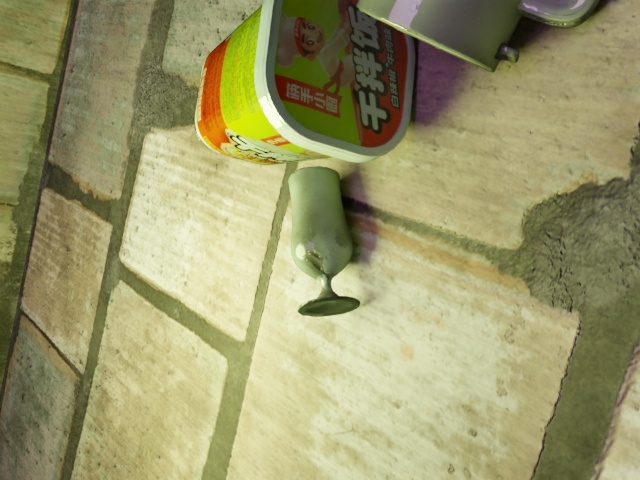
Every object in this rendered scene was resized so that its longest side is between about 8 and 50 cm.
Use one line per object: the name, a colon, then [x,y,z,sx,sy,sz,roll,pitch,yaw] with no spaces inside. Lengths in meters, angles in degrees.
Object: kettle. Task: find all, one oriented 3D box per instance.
kettle: [0.218,-0.386,0.872,0.265,0.205,0.318,44,114,47]

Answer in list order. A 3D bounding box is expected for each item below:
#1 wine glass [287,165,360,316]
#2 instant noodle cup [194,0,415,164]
wine glass: [0.000,0.000,1.139,0.103,0.103,0.231,-29,61,44]
instant noodle cup: [-0.046,-0.245,1.129,0.308,0.294,0.294,-7,79,56]
